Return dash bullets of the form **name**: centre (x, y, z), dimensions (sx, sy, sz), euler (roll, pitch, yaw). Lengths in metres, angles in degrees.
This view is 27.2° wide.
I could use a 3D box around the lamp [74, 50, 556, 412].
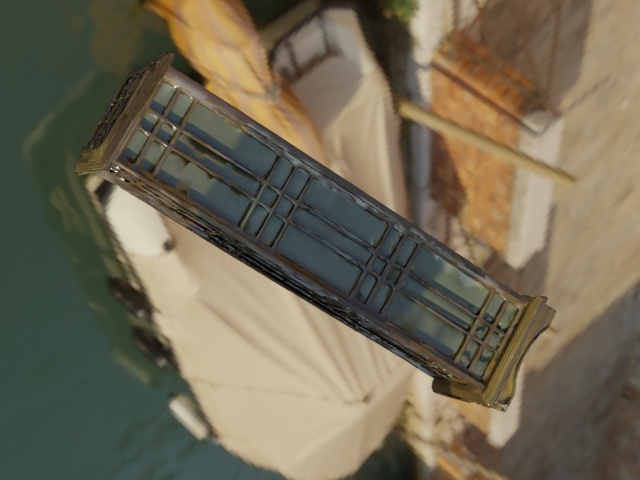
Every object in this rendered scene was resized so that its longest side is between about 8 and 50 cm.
- **lamp**: centre (0.000, 0.000, 0.881), dimensions (0.090, 0.325, 0.089), euler (-62, -161, -9)
